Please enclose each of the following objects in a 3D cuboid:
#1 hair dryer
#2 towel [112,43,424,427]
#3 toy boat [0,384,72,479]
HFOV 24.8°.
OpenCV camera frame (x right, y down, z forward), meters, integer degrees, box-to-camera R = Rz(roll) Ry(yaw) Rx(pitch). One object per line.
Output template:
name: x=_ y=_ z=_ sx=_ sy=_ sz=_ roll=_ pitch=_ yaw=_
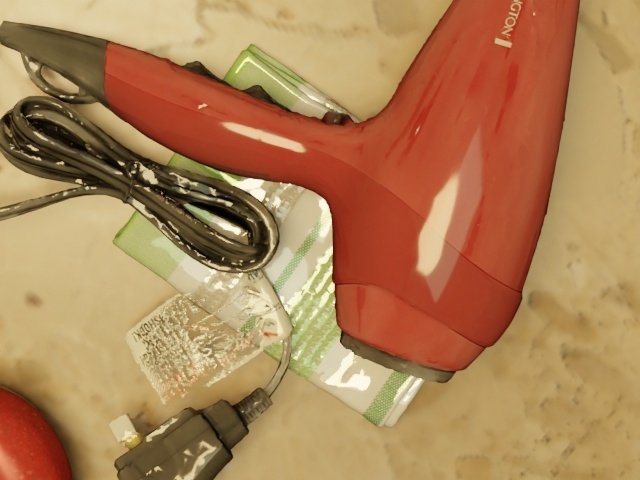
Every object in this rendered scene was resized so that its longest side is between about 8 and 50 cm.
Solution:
hair dryer: x=-0.011 y=-0.034 z=0.591 sx=0.294 sy=0.080 sz=0.223 roll=-31 pitch=95 yaw=2
towel: x=0.000 y=0.000 z=0.643 sx=0.152 sy=0.023 sz=0.113 roll=34 pitch=93 yaw=-6
toy boat: x=-0.219 y=0.126 z=0.580 sx=0.231 sy=0.151 sz=0.151 roll=9 pitch=96 yaw=-5
